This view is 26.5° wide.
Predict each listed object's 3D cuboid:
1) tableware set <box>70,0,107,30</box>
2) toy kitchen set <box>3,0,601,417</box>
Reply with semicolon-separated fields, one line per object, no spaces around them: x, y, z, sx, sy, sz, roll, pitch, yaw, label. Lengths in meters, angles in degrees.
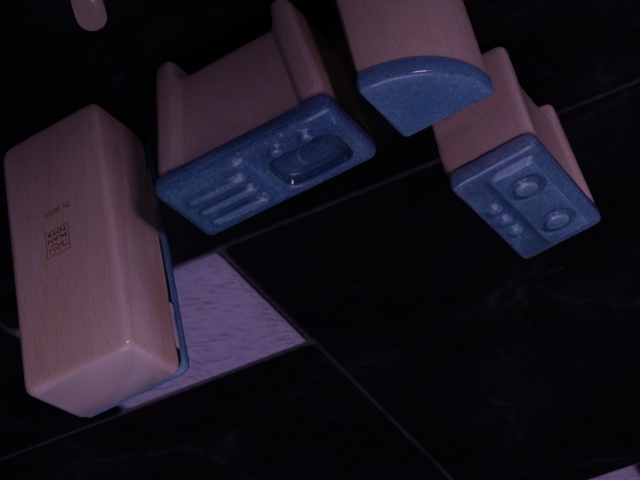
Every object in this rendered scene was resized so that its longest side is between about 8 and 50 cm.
-0.063;-0.148;0.415;0.128;0.039;0.194;11;141;-32;tableware set
0.000;0.000;0.587;0.207;0.122;0.166;-26;145;20;toy kitchen set
